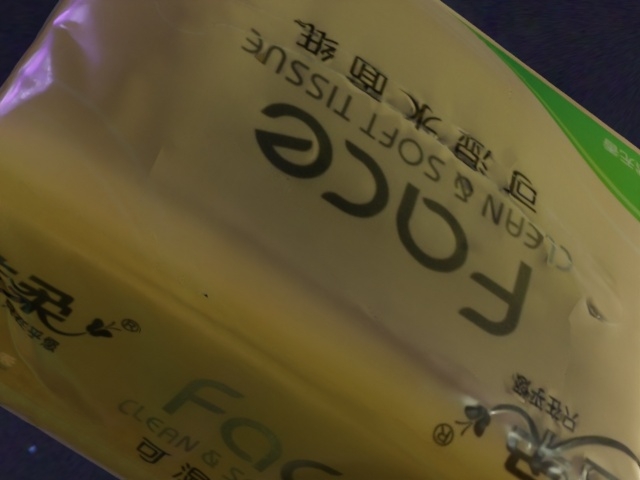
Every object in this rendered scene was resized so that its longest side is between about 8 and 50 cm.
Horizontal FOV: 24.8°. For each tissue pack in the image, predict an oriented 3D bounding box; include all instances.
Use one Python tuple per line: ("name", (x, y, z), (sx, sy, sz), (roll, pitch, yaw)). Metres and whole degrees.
("tissue pack", (0.000, 0.000, 0.835), (0.405, 0.332, 0.205), (33, -43, -12))
